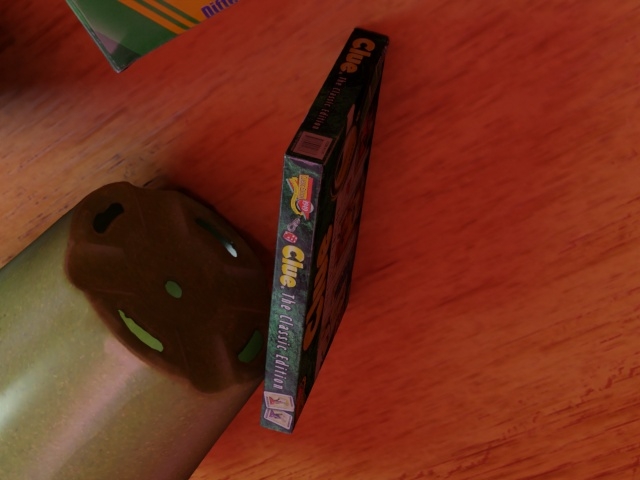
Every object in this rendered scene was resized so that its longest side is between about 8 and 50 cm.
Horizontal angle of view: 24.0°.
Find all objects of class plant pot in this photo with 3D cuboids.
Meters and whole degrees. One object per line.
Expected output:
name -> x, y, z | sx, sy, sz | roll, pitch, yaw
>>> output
plant pot -> -0.169, 0.099, 1.125 | 0.276, 0.276, 0.254 | 38, 124, -11

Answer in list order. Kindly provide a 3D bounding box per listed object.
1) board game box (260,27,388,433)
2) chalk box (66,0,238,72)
board game box -> 0.000, 0.000, 1.010 | 0.030, 0.136, 0.260 | 18, 137, 11
chalk box -> -0.105, -0.267, 0.736 | 0.179, 0.180, 0.289 | -28, 118, 11
